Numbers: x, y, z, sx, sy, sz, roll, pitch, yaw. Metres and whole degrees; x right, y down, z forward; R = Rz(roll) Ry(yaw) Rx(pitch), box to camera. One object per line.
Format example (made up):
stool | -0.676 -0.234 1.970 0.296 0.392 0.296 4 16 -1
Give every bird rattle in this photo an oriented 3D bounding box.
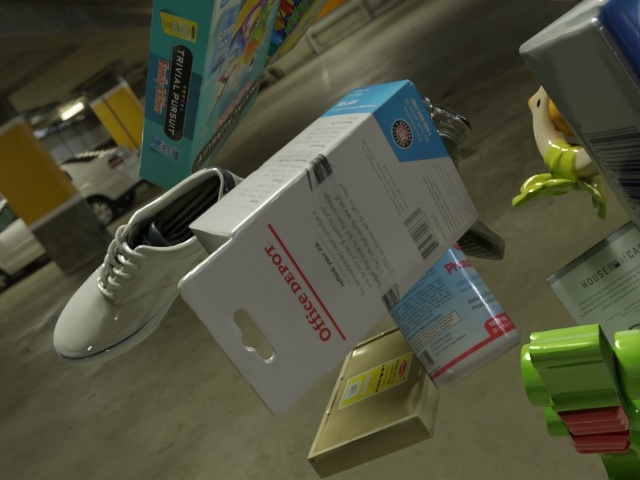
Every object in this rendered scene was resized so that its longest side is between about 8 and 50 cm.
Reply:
bird rattle | 0.320 -0.142 0.807 0.143 0.207 0.253 -3 -28 -15

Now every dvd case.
dvd case | 0.404 0.096 0.793 0.029 0.239 0.179 -6 -30 -49

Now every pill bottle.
pill bottle | 0.100 0.046 0.614 0.087 0.160 0.087 -29 -17 -10

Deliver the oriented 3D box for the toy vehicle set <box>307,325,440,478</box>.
toy vehicle set | 0.089 0.201 0.943 0.166 0.035 0.267 -28 13 25

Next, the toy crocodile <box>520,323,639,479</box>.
toy crocodile | 0.283 0.171 0.704 0.115 0.340 0.105 -10 58 22

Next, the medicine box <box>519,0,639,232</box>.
medicine box | 0.342 -0.120 0.468 0.289 0.264 0.149 -36 5 2

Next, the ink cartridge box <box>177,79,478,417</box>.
ink cartridge box | 0.000 0.000 0.400 0.180 0.104 0.060 -42 27 -21

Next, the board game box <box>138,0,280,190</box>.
board game box | -0.139 -0.260 0.920 0.336 0.079 0.254 113 -177 -50

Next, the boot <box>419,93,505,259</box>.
boot | 0.168 -0.088 0.894 0.161 0.246 0.083 -64 17 -13

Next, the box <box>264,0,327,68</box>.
box | -0.094 -0.509 1.157 0.290 0.279 0.177 -45 7 31

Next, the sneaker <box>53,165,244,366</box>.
sneaker | -0.176 0.018 0.673 0.258 0.094 0.091 -45 -27 -2
